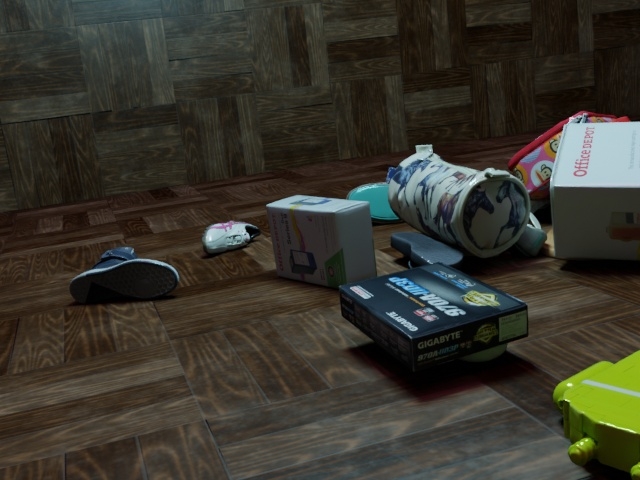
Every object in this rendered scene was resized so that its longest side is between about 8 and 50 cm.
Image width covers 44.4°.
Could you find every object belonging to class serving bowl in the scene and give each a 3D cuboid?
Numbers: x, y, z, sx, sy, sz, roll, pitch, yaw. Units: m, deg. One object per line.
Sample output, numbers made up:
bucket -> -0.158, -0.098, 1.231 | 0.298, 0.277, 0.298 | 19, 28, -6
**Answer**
serving bowl -> 0.209, 0.143, 1.047 | 0.083, 0.027, 0.083 | -7, 12, 1

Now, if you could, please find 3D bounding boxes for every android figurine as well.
android figurine -> 0.354, 0.171, 0.780 | 0.272, 0.056, 0.248 | -17, 16, -40

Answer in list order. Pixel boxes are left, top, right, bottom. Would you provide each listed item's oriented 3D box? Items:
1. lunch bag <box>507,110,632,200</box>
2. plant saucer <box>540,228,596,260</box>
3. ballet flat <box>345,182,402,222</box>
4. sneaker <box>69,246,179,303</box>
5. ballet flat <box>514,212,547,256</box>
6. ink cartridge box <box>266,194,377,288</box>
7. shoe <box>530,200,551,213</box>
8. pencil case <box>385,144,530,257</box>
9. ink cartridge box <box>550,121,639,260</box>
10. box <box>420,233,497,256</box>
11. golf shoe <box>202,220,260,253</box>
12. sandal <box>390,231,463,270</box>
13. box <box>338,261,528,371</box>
lunch bag -> 0.598, -0.203, 1.811 | 0.258, 0.120, 0.293 | -38, -19, 34
plant saucer -> 0.527, -0.003, 1.526 | 0.199, 0.037, 0.200 | -7, 13, 2
ballet flat -> 0.223, -0.093, 2.009 | 0.315, 0.108, 0.106 | -1, -7, 3
sneaker -> -0.373, 0.061, 1.600 | 0.226, 0.086, 0.163 | -5, 15, 14
ballet flat -> 0.397, -0.035, 1.584 | 0.072, 0.068, 0.213 | 29, 15, -22
ink cartridge box -> 0.000, 0.000, 1.517 | 0.093, 0.154, 0.212 | -18, 17, -36
shoe -> 0.520, -0.092, 1.915 | 0.076, 0.058, 0.219 | -38, -12, 34
pencil case -> 0.271, -0.087, 1.604 | 0.159, 0.184, 0.410 | -12, 14, -13
ink cartridge box -> 0.625, -0.094, 1.405 | 0.384, 0.161, 0.279 | 3, 32, 23
box -> 0.295, 0.004, 1.655 | 0.201, 0.021, 0.164 | -1, 14, 27
golf shoe -> -0.216, -0.012, 1.895 | 0.085, 0.068, 0.186 | 1, 14, 25
sandal -> 0.205, 0.033, 1.506 | 0.097, 0.055, 0.254 | 1, 11, -9
box -> 0.149, 0.096, 1.076 | 0.175, 0.051, 0.220 | -13, 18, -20
